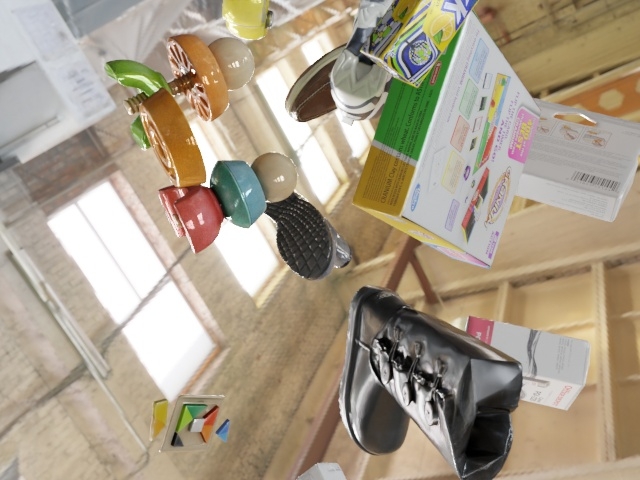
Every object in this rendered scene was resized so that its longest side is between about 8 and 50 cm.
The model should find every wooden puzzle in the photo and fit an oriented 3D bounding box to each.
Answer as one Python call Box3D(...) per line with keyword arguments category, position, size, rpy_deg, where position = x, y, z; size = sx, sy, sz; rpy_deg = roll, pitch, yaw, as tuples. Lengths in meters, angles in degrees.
Box3D(category="wooden puzzle", position=(-0.143, 0.208, 0.818), size=(0.116, 0.078, 0.014), rpy_deg=(6, -165, -47))

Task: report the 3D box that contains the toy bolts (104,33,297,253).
Box3D(category="toy bolts", position=(-0.105, -0.106, 0.800), size=(0.158, 0.228, 0.218), rpy_deg=(-27, -149, -17))

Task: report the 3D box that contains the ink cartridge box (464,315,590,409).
Box3D(category="ink cartridge box", position=(0.369, 0.229, 1.345), size=(0.218, 0.158, 0.092), rpy_deg=(10, -117, 11))

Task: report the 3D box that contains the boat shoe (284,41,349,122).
Box3D(category="boat shoe", position=(0.064, -0.262, 1.156), size=(0.257, 0.095, 0.095), rpy_deg=(-37, 155, 1))

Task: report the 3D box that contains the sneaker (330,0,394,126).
Box3D(category="sneaker", position=(0.084, -0.258, 1.012), size=(0.153, 0.094, 0.235), rpy_deg=(103, 9, -74))

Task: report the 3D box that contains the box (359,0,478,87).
Box3D(category="box", position=(0.116, -0.241, 0.725), size=(0.169, 0.054, 0.059), rpy_deg=(-56, -151, 8))

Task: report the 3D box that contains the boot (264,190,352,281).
Box3D(category="boot", position=(0.000, 0.000, 1.550), size=(0.118, 0.223, 0.338), rpy_deg=(-42, -140, 11))

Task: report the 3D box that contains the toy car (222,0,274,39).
Box3D(category="toy car", position=(-0.065, -0.343, 0.820), size=(0.225, 0.239, 0.053), rpy_deg=(-12, -138, 26))

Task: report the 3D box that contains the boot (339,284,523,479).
Box3D(category="boot", position=(0.183, 0.302, 1.286), size=(0.146, 0.367, 0.445), rpy_deg=(-11, -165, -21))

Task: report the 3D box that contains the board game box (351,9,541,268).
Box3D(category="board game box", position=(0.173, -0.111, 0.905), size=(0.064, 0.316, 0.242), rpy_deg=(17, -94, 32))

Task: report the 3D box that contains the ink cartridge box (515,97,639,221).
Box3D(category="ink cartridge box", position=(0.475, -0.173, 1.448), size=(0.296, 0.066, 0.261), rpy_deg=(20, -133, 26))

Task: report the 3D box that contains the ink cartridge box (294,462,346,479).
Box3D(category="ink cartridge box", position=(-0.024, 0.484, 1.379), size=(0.135, 0.056, 0.099), rpy_deg=(-41, 151, 12))
